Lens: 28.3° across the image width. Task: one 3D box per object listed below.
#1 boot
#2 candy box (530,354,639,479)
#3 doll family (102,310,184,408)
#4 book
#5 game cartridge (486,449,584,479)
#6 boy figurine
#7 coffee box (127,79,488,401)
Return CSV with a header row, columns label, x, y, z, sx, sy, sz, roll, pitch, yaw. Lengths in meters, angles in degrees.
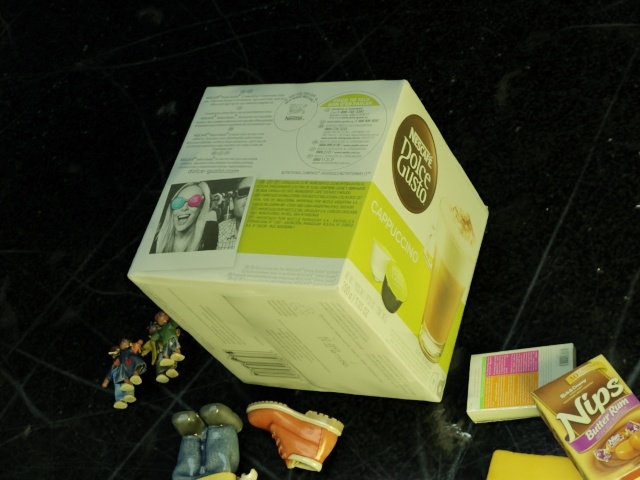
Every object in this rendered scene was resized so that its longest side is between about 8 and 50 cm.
label,x,y,z,sx,sy,sz,roll,pitch,yaw
boot,-0.051,0.283,1.834,0.158,0.059,0.084,10,69,34
candy box,0.353,0.237,1.583,0.109,0.053,0.186,-29,36,-1
doll family,-0.285,0.184,2.028,0.193,0.076,0.111,-29,53,13
book,0.275,0.192,1.725,0.144,0.035,0.096,-9,54,23
game cartridge,0.332,0.406,1.535,0.324,0.052,0.285,1,59,33
boy figurine,-0.174,0.382,1.813,0.177,0.092,0.285,-14,49,18
coffee box,0.000,0.000,1.812,0.338,0.337,0.334,1,59,31
